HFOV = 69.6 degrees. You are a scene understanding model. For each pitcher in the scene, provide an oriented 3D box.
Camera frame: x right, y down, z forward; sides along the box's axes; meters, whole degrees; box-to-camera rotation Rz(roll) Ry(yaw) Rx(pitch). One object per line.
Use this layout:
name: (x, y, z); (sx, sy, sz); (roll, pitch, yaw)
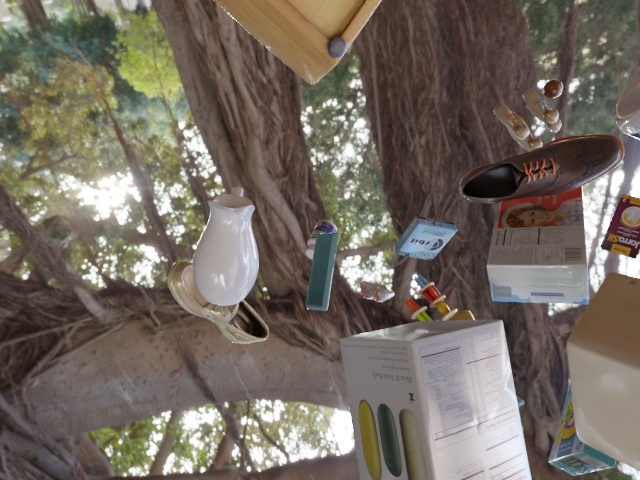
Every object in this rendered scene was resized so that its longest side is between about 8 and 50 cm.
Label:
pitcher: (-0.179, 0.006, 0.908); (0.125, 0.207, 0.178); (8, -160, -4)

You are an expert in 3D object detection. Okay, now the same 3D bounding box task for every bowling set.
bowling set: (0.657, -0.368, 1.369); (0.287, 0.200, 0.154); (0, -128, -55)

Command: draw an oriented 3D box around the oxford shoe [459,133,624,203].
oxford shoe: (0.382, -0.116, 0.812); (0.271, 0.097, 0.098); (-17, -177, 28)

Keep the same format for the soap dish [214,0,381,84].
soap dish: (0.003, -0.370, 0.543); (0.291, 0.229, 0.118); (-54, -145, 7)

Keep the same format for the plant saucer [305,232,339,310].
plant saucer: (0.001, 0.072, 1.115); (0.067, 0.192, 0.018); (-1, 166, 42)

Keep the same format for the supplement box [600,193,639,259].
supplement box: (0.988, -0.046, 1.477); (0.104, 0.188, 0.081); (20, -167, 27)

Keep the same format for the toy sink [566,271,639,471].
toy sink: (0.407, 0.172, 0.551); (0.131, 0.234, 0.153); (-45, -142, -23)

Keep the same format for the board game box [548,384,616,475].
board game box: (0.752, 0.457, 1.274); (0.079, 0.254, 0.336); (23, -116, 18)

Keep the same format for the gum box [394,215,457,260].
gum box: (0.381, -0.005, 1.681); (0.157, 0.184, 0.041); (9, -130, -17)

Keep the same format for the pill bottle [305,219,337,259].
pill bottle: (0.000, 0.000, 1.988); (0.094, 0.094, 0.169); (7, -128, 28)

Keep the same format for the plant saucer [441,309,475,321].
plant saucer: (0.420, 0.435, 1.481); (0.333, 0.333, 0.081); (-18, -170, -26)

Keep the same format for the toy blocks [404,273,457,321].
toy blocks: (0.289, 0.170, 1.288); (0.123, 0.054, 0.148); (-25, -121, -24)

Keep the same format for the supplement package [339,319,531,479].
supplement package: (0.180, 0.276, 0.758); (0.198, 0.263, 0.199); (-5, 173, -30)

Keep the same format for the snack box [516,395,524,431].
snack box: (0.480, 0.546, 1.308); (0.060, 0.322, 0.187); (-16, -158, -23)

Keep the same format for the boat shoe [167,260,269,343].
boat shoe: (-0.235, 0.151, 1.103); (0.098, 0.302, 0.109); (-5, -134, 37)

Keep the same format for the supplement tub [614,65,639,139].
supplement tub: (0.837, -0.274, 0.973); (0.316, 0.228, 0.228); (27, -140, 4)

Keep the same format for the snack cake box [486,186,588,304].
snack cake box: (0.404, -0.005, 0.853); (0.152, 0.089, 0.264); (-2, -144, 29)

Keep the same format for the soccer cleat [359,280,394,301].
soccer cleat: (0.216, 0.201, 1.812); (0.076, 0.068, 0.196); (-8, -170, -21)
